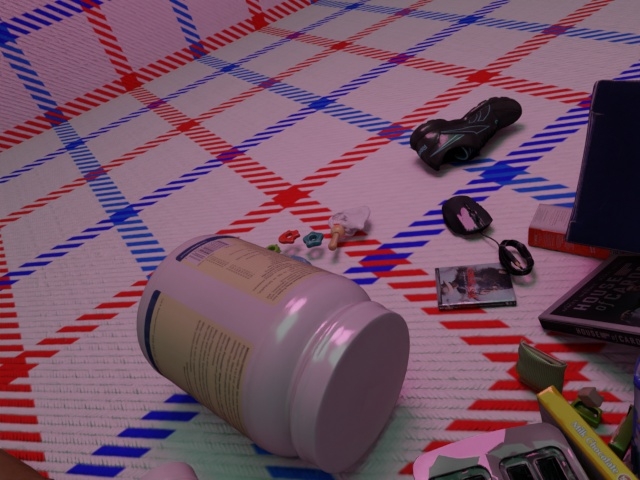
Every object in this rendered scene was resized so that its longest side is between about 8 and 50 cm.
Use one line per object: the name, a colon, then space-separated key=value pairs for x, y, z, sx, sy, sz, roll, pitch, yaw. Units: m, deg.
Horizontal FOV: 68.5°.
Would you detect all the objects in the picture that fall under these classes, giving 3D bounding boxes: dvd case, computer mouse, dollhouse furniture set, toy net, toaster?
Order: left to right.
toy net: x=0.000 y=0.000 z=0.933 sx=0.232 sy=0.045 sz=0.122 roll=-34 pitch=40 yaw=-20
dvd case: x=0.250 y=0.074 z=0.770 sx=0.119 sy=0.013 sz=0.087 roll=-6 pitch=41 yaw=15
computer mouse: x=0.290 y=-0.020 z=0.830 sx=0.071 sy=0.041 sz=0.242 roll=-21 pitch=36 yaw=-10
toaster: x=0.192 y=0.287 z=0.471 sx=0.167 sy=0.110 sz=0.186 roll=-15 pitch=39 yaw=3
dollhouse furniture set: x=0.294 y=0.194 z=0.567 sx=0.058 sy=0.076 sz=0.151 roll=-41 pitch=45 yaw=-22
dvd case: x=0.427 y=0.072 z=0.596 sx=0.179 sy=0.030 sz=0.238 roll=-32 pitch=9 yaw=-17

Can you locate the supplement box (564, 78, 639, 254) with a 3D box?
supplement box: x=0.477 y=-0.108 z=0.639 sx=0.195 sy=0.194 sz=0.356 roll=13 pitch=19 yaw=32

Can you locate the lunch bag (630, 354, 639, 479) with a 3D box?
lunch bag: x=0.358 y=0.191 z=0.386 sx=0.090 sy=0.176 sz=0.219 roll=-6 pitch=11 yaw=0

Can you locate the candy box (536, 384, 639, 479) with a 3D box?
candy box: x=0.297 y=0.248 z=0.463 sx=0.027 sy=0.105 sz=0.206 roll=-33 pitch=47 yaw=-1

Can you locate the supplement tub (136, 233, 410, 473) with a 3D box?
supplement tub: x=-0.068 y=0.137 z=0.645 sx=0.324 sy=0.236 sz=0.235 roll=18 pitch=52 yaw=36

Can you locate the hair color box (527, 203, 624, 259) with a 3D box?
hair color box: x=0.428 y=-0.015 z=0.780 sx=0.141 sy=0.043 sz=0.072 roll=14 pitch=49 yaw=34

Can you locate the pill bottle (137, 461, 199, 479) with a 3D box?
pill bottle: x=-0.144 y=0.356 z=0.516 sx=0.117 sy=0.118 sz=0.208 roll=-33 pitch=42 yaw=-17

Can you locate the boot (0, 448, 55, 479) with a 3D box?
boot: x=-0.460 y=0.403 z=0.617 sx=0.269 sy=0.089 sz=0.236 roll=2 pitch=33 yaw=23

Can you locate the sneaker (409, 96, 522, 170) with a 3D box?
sneaker: x=0.336 y=-0.230 z=1.047 sx=0.267 sy=0.101 sz=0.106 roll=-22 pitch=61 yaw=-5
